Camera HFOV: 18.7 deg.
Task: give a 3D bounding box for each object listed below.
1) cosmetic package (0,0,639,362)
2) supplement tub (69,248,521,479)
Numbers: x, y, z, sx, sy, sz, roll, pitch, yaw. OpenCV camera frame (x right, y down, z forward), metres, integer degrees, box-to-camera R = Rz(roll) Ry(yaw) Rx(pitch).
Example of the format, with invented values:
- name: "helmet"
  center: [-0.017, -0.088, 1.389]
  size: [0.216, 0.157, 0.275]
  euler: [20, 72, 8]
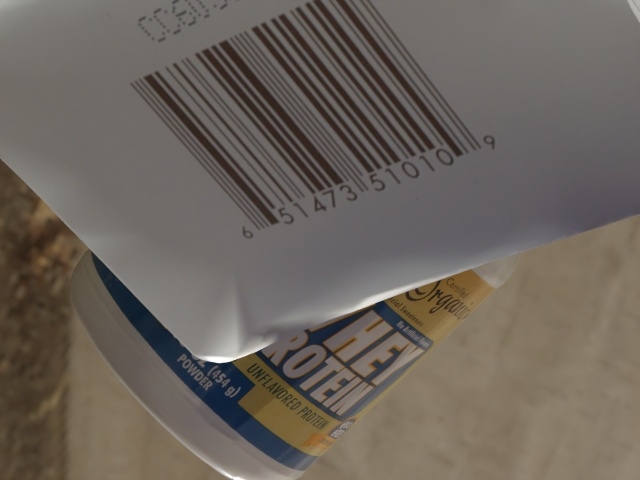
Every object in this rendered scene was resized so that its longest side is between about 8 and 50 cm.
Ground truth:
- name: "cosmetic package"
  center: [0.040, -0.165, 0.677]
  size: [0.156, 0.217, 0.385]
  euler: [50, 40, -27]
- name: "supplement tub"
  center: [0.000, 0.000, 0.889]
  size: [0.199, 0.144, 0.144]
  euler: [-44, 169, 6]
